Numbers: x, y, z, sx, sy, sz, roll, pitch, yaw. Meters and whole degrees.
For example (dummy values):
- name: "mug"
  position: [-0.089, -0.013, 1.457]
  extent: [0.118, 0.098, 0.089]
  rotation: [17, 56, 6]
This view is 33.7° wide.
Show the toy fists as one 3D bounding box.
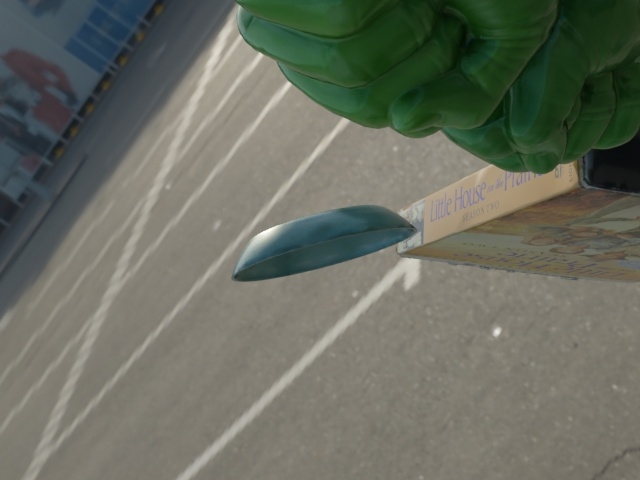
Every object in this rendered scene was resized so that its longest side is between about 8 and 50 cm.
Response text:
- name: "toy fists"
  position: [0.077, -0.103, 0.470]
  extent: [0.096, 0.279, 0.142]
  rotation: [47, 113, 31]

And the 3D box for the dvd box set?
- name: "dvd box set"
  position: [0.283, -0.021, 1.019]
  extent: [0.420, 0.308, 0.062]
  rotation: [154, 122, -72]

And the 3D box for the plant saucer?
- name: "plant saucer"
  position: [0.000, 0.000, 0.658]
  extent: [0.119, 0.119, 0.021]
  rotation: [-29, 74, 58]
